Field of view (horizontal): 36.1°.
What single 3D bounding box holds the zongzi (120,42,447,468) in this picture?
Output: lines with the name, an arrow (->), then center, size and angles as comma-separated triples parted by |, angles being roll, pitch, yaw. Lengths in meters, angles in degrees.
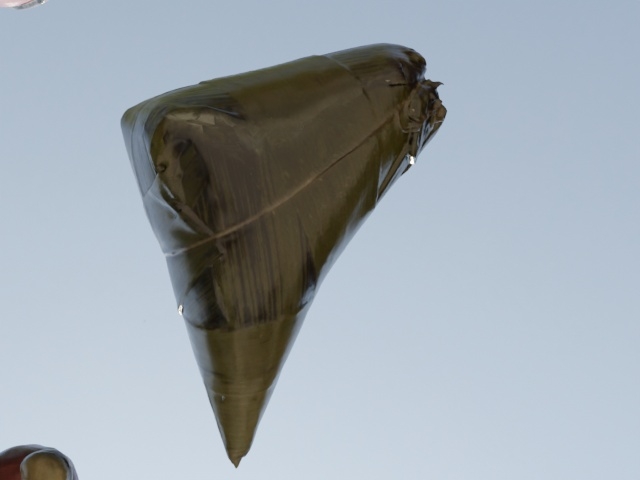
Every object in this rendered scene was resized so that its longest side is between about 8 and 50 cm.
zongzi -> 0.000, 0.000, 0.819 | 0.274, 0.145, 0.300 | -18, -85, -25

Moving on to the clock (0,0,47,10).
clock -> -0.203, -0.247, 0.538 | 0.056, 0.244, 0.244 | -28, -89, -35

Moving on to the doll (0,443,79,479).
doll -> -0.285, 0.343, 1.024 | 0.152, 0.196, 0.256 | -35, -76, -53
